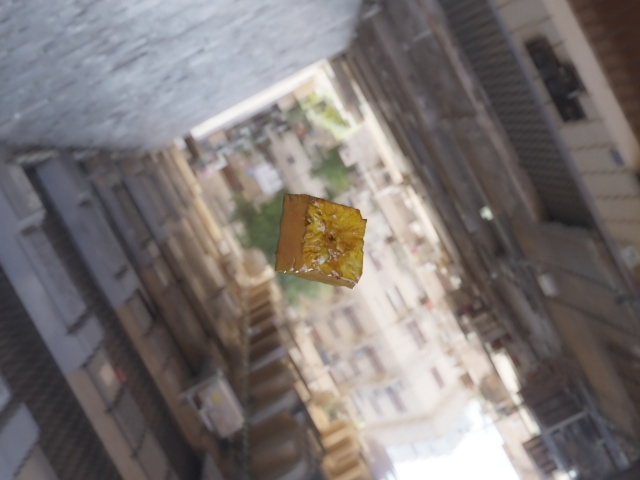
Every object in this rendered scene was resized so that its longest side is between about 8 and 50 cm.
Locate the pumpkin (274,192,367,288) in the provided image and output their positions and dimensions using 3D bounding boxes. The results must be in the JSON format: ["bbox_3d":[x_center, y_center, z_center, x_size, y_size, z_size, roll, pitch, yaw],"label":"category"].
[{"bbox_3d":[0.000,0.000,1.116,0.083,0.074,0.054,15,168,-38],"label":"pumpkin"}]
